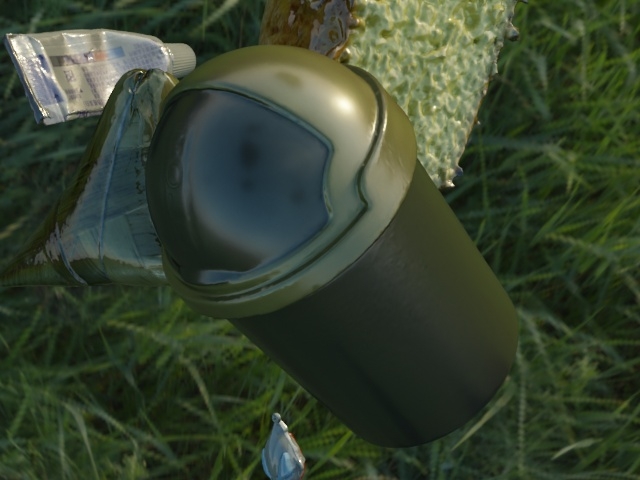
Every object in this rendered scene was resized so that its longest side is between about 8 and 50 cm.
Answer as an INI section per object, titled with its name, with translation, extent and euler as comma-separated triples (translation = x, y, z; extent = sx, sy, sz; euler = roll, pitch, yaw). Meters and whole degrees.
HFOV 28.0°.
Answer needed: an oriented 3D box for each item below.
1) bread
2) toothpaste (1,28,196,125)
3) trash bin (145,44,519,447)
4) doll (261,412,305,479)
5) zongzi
[bread]
translation = 0.058, -0.214, 1.176
extent = 0.194, 0.179, 0.340
euler = 20, 89, -29
[toothpaste]
translation = -0.249, -0.201, 1.518
extent = 0.099, 0.068, 0.282
euler = 41, 32, 21
[trash bin]
translation = 0.000, 0.000, 0.968
extent = 0.214, 0.334, 0.214
euler = -21, 41, 20
[doll]
translation = -0.035, 0.222, 1.251
extent = 0.039, 0.057, 0.114
euler = -19, 105, -14
[zongzi]
translation = -0.237, -0.060, 1.314
extent = 0.242, 0.112, 0.221
euler = -3, 93, 16
